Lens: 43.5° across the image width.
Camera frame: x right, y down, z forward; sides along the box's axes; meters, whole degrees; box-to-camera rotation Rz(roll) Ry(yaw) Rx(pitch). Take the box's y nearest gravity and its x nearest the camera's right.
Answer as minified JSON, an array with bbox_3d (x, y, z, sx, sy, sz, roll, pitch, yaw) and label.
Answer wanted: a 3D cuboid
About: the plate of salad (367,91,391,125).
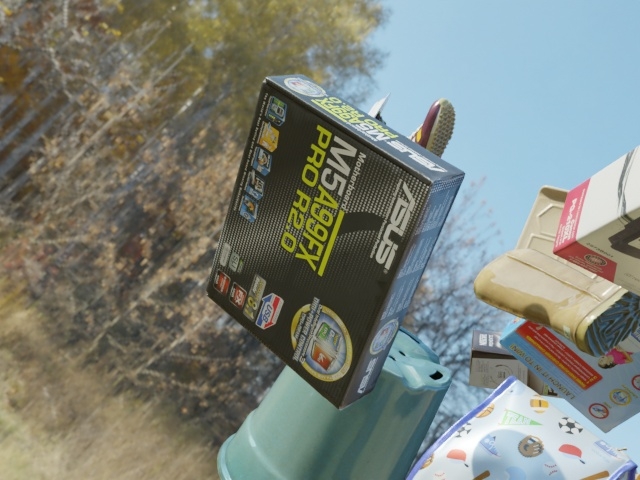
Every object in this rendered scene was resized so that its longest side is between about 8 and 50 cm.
[{"bbox_3d":[0.089,-0.187,1.511,0.048,0.200,0.200,32,-14,1],"label":"plate of salad"}]

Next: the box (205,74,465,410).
[{"bbox_3d":[0.000,0.000,0.810,0.216,0.060,0.270,37,-56,29],"label":"box"}]

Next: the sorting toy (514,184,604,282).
[{"bbox_3d":[0.486,0.009,1.565,0.193,0.208,0.038,18,-11,32],"label":"sorting toy"}]

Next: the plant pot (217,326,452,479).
[{"bbox_3d":[0.042,0.315,1.416,0.341,0.334,0.341,26,13,-7],"label":"plant pot"}]

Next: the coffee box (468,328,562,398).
[{"bbox_3d":[0.582,0.354,2.322,0.297,0.119,0.168,6,17,10],"label":"coffee box"}]

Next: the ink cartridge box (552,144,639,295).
[{"bbox_3d":[0.404,-0.023,0.898,0.171,0.100,0.237,25,-22,-7],"label":"ink cartridge box"}]

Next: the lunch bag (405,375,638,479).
[{"bbox_3d":[0.369,0.519,1.579,0.327,0.385,0.239,33,-30,47],"label":"lunch bag"}]

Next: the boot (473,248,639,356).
[{"bbox_3d":[0.404,0.059,1.256,0.269,0.236,0.089,33,-33,64],"label":"boot"}]

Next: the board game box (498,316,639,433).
[{"bbox_3d":[0.588,0.211,1.667,0.308,0.086,0.302,41,-49,2],"label":"board game box"}]

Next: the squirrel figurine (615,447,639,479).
[{"bbox_3d":[0.780,0.671,1.897,0.370,0.397,0.281,2,-15,36],"label":"squirrel figurine"}]

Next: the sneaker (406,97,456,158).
[{"bbox_3d":[0.150,-0.147,1.259,0.083,0.069,0.186,32,-49,25],"label":"sneaker"}]
